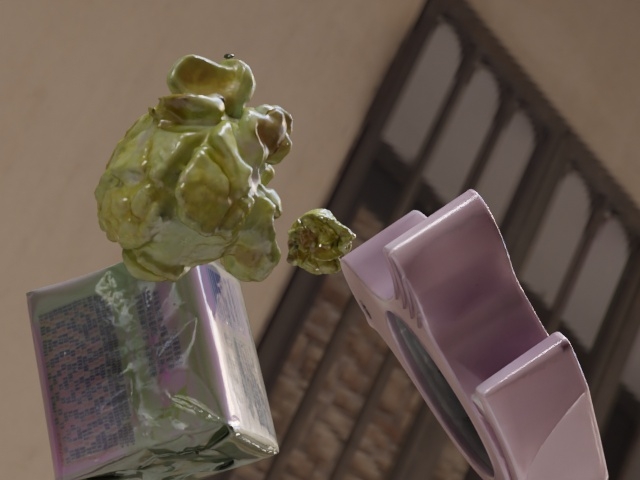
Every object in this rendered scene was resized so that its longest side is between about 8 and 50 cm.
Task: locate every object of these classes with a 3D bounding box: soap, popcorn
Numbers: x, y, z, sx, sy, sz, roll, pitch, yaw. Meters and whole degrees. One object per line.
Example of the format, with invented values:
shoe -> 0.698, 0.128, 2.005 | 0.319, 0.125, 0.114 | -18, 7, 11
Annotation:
soap -> -0.159, 0.128, 1.529 | 0.182, 0.199, 0.138 | -20, -22, 13
popcorn -> -0.091, -0.040, 1.118 | 0.135, 0.141, 0.162 | 5, -61, 36
popcorn -> -0.001, -0.003, 1.629 | 0.059, 0.068, 0.083 | 22, -24, -29

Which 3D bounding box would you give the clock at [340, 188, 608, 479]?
clock -> 0.101, 0.058, 1.236 | 0.275, 0.080, 0.290 | 53, -10, 35
